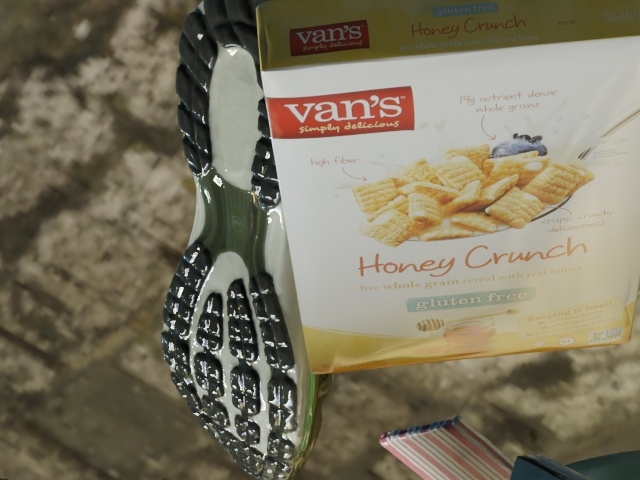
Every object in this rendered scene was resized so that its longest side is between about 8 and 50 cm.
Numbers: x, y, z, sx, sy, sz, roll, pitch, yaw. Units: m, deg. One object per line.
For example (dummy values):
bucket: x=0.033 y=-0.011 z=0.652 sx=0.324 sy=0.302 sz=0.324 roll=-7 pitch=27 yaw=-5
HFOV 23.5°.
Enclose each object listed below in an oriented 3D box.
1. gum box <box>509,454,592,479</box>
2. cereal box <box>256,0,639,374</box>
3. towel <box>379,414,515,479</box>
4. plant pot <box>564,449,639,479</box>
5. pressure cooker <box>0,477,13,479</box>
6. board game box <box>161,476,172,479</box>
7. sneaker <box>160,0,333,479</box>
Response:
gum box: x=0.189 y=0.275 z=1.145 sx=0.157 sy=0.041 sz=0.184 roll=24 pitch=102 yaw=42
cereal box: x=0.068 y=-0.023 z=0.719 sx=0.240 sy=0.173 sz=0.047 roll=81 pitch=-176 yaw=-55
towel: x=0.176 y=0.277 z=1.958 sx=0.197 sy=0.144 sz=0.029 roll=-26 pitch=28 yaw=58
plant pot: x=0.323 y=0.369 z=1.573 sx=0.293 sy=0.293 sz=0.196 roll=-42 pitch=41 yaw=39
pressure cooker: x=-0.453 y=0.491 z=1.659 sx=0.375 sy=0.370 sz=0.421 roll=-21 pitch=70 yaw=29
board game box: x=0.018 y=0.406 z=1.785 sx=0.050 sy=0.390 sz=0.390 roll=-69 pitch=22 yaw=5
sneaker: x=0.000 y=0.000 z=1.139 sx=0.158 sy=0.182 sz=0.410 roll=32 pitch=127 yaw=38
